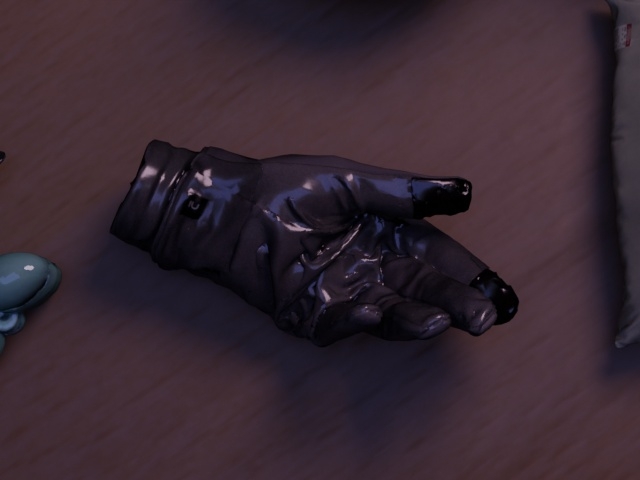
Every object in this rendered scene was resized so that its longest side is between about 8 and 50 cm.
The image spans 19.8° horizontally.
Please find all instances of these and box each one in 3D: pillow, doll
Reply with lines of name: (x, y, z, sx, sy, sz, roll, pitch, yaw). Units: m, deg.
pillow: (0.267, -0.056, 1.235, 0.144, 0.078, 0.254, -2, 85, 2)
doll: (-0.258, 0.014, 1.254, 0.158, 0.059, 0.159, 1, 84, 2)

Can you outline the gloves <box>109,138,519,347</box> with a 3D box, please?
gloves: (-0.002, -0.002, 1.223, 0.285, 0.119, 0.142, 22, 98, 17)
